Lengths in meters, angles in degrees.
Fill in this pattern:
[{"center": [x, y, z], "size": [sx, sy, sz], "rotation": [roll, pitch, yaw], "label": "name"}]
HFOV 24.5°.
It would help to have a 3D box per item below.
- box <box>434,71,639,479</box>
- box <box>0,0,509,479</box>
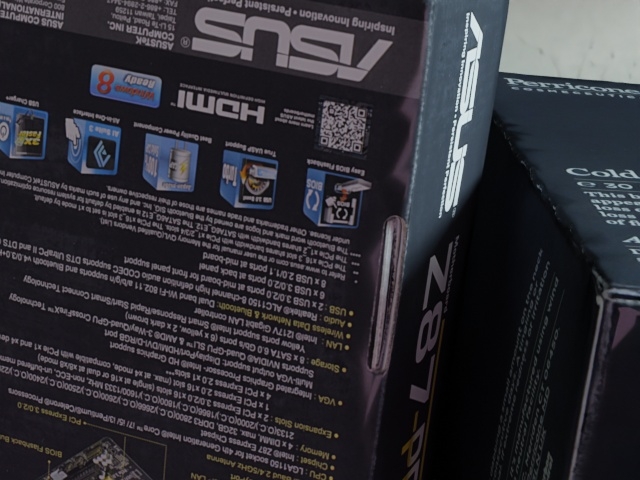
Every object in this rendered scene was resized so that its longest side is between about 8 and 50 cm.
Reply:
[{"center": [0.227, 0.063, 0.563], "size": [0.343, 0.312, 0.179], "rotation": [5, 108, -3], "label": "box"}, {"center": [-0.144, 0.019, 0.578], "size": [0.395, 0.097, 0.318], "rotation": [12, 107, 19], "label": "box"}]
